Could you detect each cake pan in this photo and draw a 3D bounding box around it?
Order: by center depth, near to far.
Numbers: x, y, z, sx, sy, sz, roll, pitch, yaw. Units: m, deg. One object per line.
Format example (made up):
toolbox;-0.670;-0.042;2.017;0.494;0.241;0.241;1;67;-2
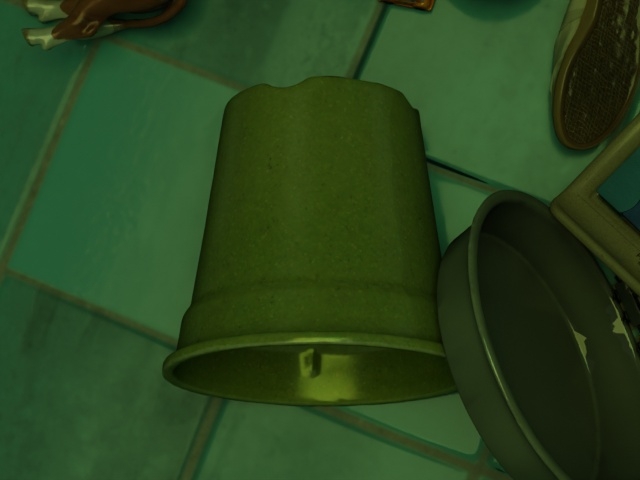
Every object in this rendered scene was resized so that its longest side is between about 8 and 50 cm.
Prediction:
cake pan;0.194;0.100;1.470;0.054;0.293;0.293;-25;82;30

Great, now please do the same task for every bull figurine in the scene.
bull figurine;-0.246;-0.333;1.640;0.188;0.101;0.310;-29;80;8

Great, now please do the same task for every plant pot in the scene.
plant pot;0.000;0.000;1.518;0.276;0.276;0.254;-2;73;7

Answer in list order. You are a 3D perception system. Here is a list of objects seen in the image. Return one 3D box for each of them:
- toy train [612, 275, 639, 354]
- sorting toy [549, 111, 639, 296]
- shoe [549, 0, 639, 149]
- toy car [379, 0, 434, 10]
toy train;0.309;0.103;1.563;0.027;0.036;0.158;-26;84;28
sorting toy;0.375;-0.013;1.457;0.229;0.041;0.307;-44;63;0
shoe;0.263;-0.190;1.589;0.076;0.058;0.219;15;91;-12
toy car;0.101;-0.275;1.618;0.060;0.040;0.122;30;90;9
